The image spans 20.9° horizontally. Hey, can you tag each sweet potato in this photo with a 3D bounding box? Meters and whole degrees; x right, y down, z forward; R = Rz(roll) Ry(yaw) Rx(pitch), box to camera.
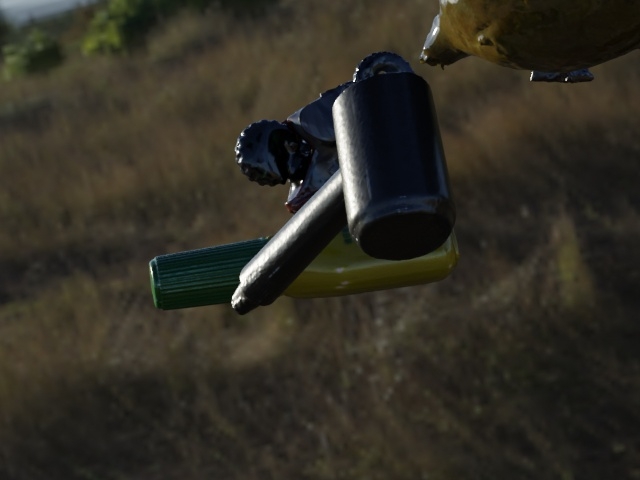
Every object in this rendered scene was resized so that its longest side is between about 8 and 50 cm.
[{"bbox_3d":[0.213,-0.203,1.151,0.370,0.158,0.158,-20,9,21],"label":"sweet potato"}]

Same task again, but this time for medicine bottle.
[{"bbox_3d":[-0.015,0.018,1.480,0.260,0.064,0.095,-8,26,-9],"label":"medicine bottle"}]

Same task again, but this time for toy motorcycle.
[{"bbox_3d":[0.023,-0.098,1.708,0.213,0.122,0.082,-33,6,-22],"label":"toy motorcycle"}]

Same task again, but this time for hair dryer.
[{"bbox_3d":[0.000,-0.002,1.186,0.070,0.114,0.248,14,-40,-31],"label":"hair dryer"}]

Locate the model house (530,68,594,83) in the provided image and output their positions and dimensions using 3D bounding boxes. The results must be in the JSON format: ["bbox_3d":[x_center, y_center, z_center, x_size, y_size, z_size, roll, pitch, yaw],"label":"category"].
[{"bbox_3d":[0.308,-0.288,2.133,0.164,0.203,0.141,36,51,25],"label":"model house"}]
